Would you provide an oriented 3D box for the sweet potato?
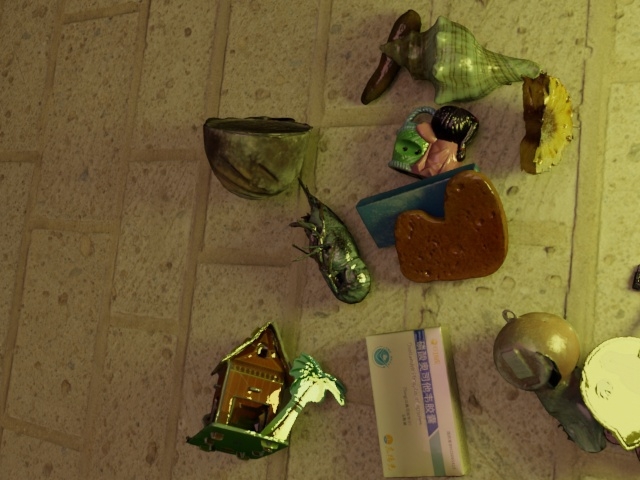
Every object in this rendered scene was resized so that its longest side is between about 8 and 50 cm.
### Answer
[{"bbox_3d":[0.189,-0.480,1.622,0.075,0.075,0.273,33,103,27],"label":"sweet potato"}]

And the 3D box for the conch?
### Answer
[{"bbox_3d":[0.322,-0.430,1.490,0.386,0.170,0.203,24,114,30],"label":"conch"}]

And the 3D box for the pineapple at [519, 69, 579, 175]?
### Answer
[{"bbox_3d":[0.514,-0.265,1.387,0.079,0.135,0.233,22,116,56],"label":"pineapple"}]

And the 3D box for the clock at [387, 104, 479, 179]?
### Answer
[{"bbox_3d":[0.279,-0.244,1.521,0.194,0.100,0.195,25,94,30],"label":"clock"}]

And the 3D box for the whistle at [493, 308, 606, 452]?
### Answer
[{"bbox_3d":[0.502,0.287,1.313,0.189,0.189,0.347,-34,86,20],"label":"whistle"}]

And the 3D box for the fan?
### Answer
[{"bbox_3d":[0.650,0.262,1.235,0.230,0.011,0.335,21,70,9],"label":"fan"}]

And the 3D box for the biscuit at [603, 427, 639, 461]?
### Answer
[{"bbox_3d":[0.702,0.379,1.244,0.236,0.039,0.179,10,84,28],"label":"biscuit"}]

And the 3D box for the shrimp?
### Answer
[{"bbox_3d":[0.001,0.002,1.592,0.137,0.172,0.372,-44,73,22],"label":"shrimp"}]

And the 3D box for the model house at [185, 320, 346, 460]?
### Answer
[{"bbox_3d":[-0.137,0.409,1.639,0.300,0.340,0.323,132,153,-57],"label":"model house"}]

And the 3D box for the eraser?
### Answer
[{"bbox_3d":[0.255,-0.080,1.491,0.312,0.144,0.042,-17,31,26],"label":"eraser"}]

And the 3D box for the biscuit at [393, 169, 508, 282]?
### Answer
[{"bbox_3d":[0.299,-0.028,1.448,0.277,0.052,0.262,-10,109,29],"label":"biscuit"}]

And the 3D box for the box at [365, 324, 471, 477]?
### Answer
[{"bbox_3d":[0.231,0.387,1.474,0.200,0.065,0.343,-12,77,25],"label":"box"}]

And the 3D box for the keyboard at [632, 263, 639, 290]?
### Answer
[{"bbox_3d":[0.757,0.096,1.268,0.196,0.018,0.060,12,86,28],"label":"keyboard"}]

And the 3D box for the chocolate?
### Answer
[{"bbox_3d":[-0.171,-0.217,1.675,0.303,0.303,0.212,16,112,29],"label":"chocolate"}]
